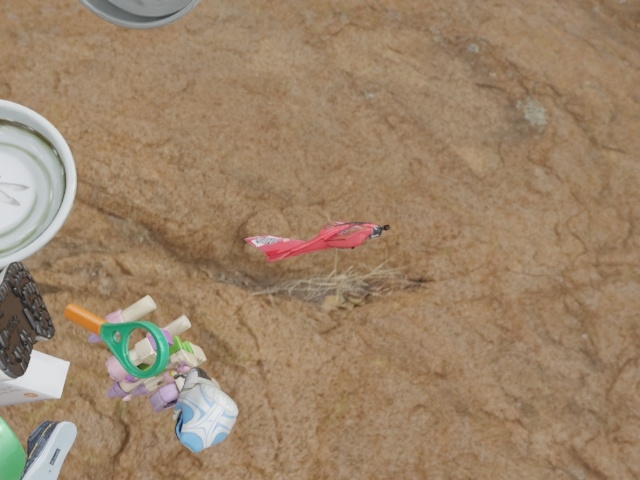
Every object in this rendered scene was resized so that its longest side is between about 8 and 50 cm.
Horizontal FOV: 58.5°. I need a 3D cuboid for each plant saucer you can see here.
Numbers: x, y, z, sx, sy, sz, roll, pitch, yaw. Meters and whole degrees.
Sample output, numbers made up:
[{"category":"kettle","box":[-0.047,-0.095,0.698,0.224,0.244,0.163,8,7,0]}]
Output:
[{"category":"plant saucer","box":[-0.747,-0.115,1.271,0.401,0.100,0.400,3,75,-10]}]

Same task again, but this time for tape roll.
[{"category":"tape roll","box":[-0.834,0.481,1.336,0.321,0.321,0.077,39,35,3]}]

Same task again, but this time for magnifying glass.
[{"category":"magnifying glass","box":[-0.345,0.158,0.959,0.231,0.092,0.026,19,9,24]}]

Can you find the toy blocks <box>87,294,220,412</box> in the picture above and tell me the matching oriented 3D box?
[{"category":"toy blocks","box":[-0.460,0.355,1.507,0.260,0.288,0.309,-32,65,-1]}]

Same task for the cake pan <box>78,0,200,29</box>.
[{"category":"cake pan","box":[-0.287,-0.487,0.897,0.293,0.293,0.054,31,22,-3]}]

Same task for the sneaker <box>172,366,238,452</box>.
[{"category":"sneaker","box":[-0.172,0.237,0.806,0.085,0.237,0.086,46,74,-5]}]

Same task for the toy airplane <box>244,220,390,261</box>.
[{"category":"toy airplane","box":[0.000,0.000,0.583,0.151,0.151,0.028,-11,97,-29]}]

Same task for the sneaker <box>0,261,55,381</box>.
[{"category":"sneaker","box":[-0.393,0.100,0.643,0.124,0.283,0.107,-22,99,-12]}]

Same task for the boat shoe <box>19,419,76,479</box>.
[{"category":"boat shoe","box":[-0.577,0.457,1.168,0.065,0.083,0.183,58,39,-38]}]

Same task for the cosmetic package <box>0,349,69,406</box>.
[{"category":"cosmetic package","box":[-0.492,0.205,0.835,0.099,0.239,0.060,40,43,-50]}]
